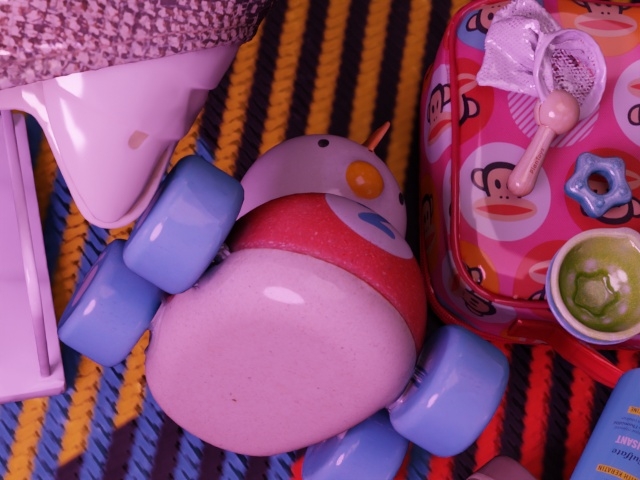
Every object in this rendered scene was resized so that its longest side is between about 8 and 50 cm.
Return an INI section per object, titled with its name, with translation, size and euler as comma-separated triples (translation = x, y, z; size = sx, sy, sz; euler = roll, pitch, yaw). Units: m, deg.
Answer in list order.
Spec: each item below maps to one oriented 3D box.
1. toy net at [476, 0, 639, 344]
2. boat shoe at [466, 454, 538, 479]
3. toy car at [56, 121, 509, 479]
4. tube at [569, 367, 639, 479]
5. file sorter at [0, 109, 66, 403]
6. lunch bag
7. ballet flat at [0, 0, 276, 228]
[toy net]
translation = 0.171, -0.053, 0.889
size = 0.122, 0.045, 0.232
euler = -13, 77, -8
[boat shoe]
translation = 0.161, 0.277, 0.861
size = 0.104, 0.111, 0.307
euler = -34, 66, -18
[toy car]
translation = 0.000, 0.000, 0.895
size = 0.219, 0.210, 0.238
euler = 32, 53, -12
[tube]
translation = 0.165, 0.166, 0.839
size = 0.080, 0.052, 0.207
euler = 24, 53, 10
[file sorter]
translation = -0.306, 0.000, 0.859
size = 0.277, 0.173, 0.193
euler = -9, 71, -10
[lunch bag]
translation = 0.213, -0.026, 0.966
size = 0.293, 0.120, 0.258
euler = 4, 70, -7
[ballet flat]
translation = -0.195, -0.068, 0.741
size = 0.482, 0.164, 0.182
euler = -17, 94, -7
